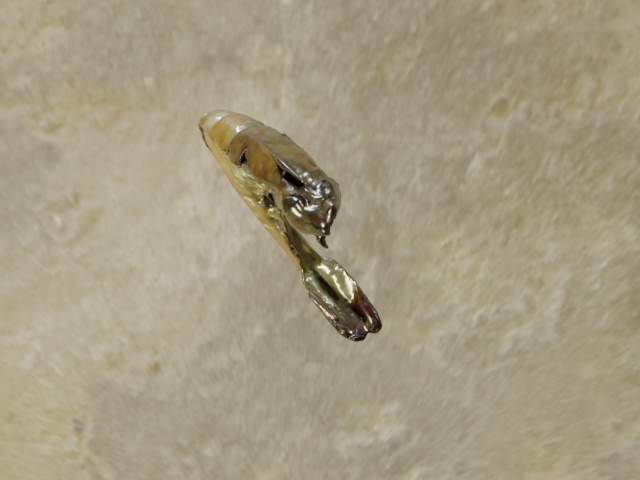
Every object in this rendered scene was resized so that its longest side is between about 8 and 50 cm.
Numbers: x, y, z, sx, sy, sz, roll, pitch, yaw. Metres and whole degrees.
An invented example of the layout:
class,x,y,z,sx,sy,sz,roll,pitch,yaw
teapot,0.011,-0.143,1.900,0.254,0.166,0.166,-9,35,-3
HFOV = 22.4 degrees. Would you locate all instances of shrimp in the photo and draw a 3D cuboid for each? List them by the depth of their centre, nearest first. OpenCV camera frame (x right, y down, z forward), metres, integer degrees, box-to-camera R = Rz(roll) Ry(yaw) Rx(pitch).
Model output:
class,x,y,z,sx,sy,sz,roll,pitch,yaw
shrimp,-0.003,0.002,0.838,0.035,0.195,0.148,-34,114,-9
